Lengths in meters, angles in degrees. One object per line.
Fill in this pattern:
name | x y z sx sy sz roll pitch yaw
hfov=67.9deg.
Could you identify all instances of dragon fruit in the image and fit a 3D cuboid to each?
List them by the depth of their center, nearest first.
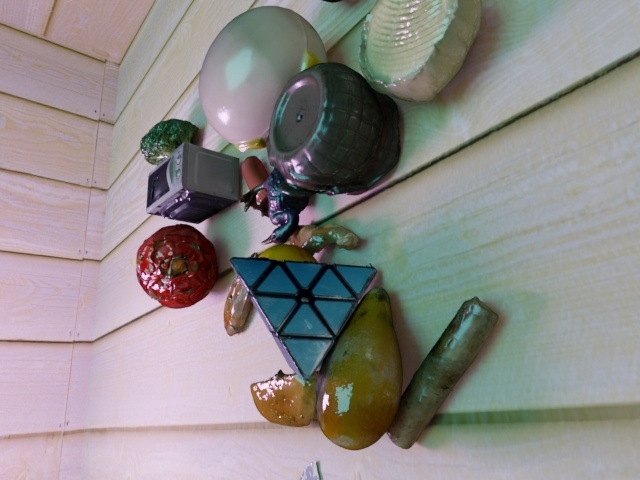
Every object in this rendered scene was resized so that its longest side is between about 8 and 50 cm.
dragon fruit | -0.478 0.083 1.589 0.342 0.277 0.278 -155 79 -71

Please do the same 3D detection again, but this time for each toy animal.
toy animal | -0.109 -0.128 1.278 0.185 0.122 0.298 -9 57 45

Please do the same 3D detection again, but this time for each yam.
yam | 0.203 0.235 0.823 0.071 0.067 0.318 41 115 37

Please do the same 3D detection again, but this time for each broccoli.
broccoli | -0.610 -0.384 1.955 0.241 0.261 0.269 46 130 3

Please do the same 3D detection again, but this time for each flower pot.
flower pot | 0.018 -0.231 1.071 0.301 0.213 0.302 -20 65 49

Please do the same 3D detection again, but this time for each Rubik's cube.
Rubik's cube | -0.038 0.153 0.973 0.228 0.228 0.234 -6 76 37

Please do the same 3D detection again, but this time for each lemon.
lemon | -0.077 0.093 1.119 0.169 0.207 0.170 -1 84 13

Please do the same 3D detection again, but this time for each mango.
mango | 0.076 0.230 0.898 0.193 0.146 0.316 125 163 -50

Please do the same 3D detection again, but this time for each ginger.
ginger | 0.000 0.000 1.152 0.288 0.075 0.089 6 80 56

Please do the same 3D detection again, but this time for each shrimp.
shrimp | -0.240 0.154 1.433 0.294 0.062 0.154 -63 34 22

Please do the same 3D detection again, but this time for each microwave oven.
microwave oven | -0.441 -0.178 1.635 0.295 0.237 0.181 -21 65 46

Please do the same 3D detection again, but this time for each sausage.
sausage | -0.194 -0.190 1.455 0.077 0.077 0.194 -55 42 27

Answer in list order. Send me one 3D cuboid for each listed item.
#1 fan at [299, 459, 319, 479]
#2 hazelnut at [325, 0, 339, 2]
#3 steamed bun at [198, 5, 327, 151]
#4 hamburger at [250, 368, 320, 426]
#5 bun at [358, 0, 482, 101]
fan | -0.024 0.618 1.064 0.131 0.009 0.240 -19 66 49
hazelnut | 0.039 -0.706 1.194 0.214 0.176 0.214 -51 18 24
steamed bun | -0.153 -0.425 1.264 0.374 0.333 0.334 -44 49 32
hamburger | -0.064 0.360 1.092 0.262 0.124 0.131 -25 63 48
bun | 0.198 -0.387 0.929 0.259 0.152 0.260 -14 71 47
